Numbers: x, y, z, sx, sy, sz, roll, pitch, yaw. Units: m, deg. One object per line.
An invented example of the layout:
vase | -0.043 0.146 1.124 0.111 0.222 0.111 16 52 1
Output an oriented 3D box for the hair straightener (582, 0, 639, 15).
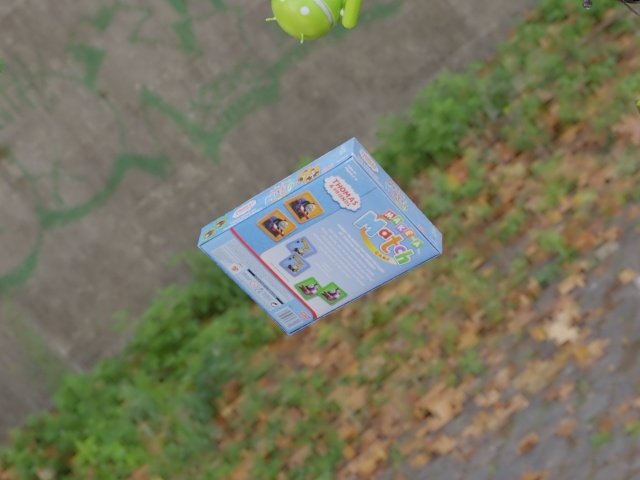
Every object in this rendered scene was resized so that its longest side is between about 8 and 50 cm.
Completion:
hair straightener | 0.367 -0.345 1.973 0.047 0.230 0.089 -116 42 -62

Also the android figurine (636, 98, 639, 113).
android figurine | 0.524 -0.198 1.812 0.273 0.248 0.056 -39 12 28

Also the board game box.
board game box | 0.000 0.000 1.624 0.211 0.160 0.039 -29 31 27

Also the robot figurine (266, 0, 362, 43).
robot figurine | 0.000 -0.240 1.443 0.115 0.101 0.067 -51 -21 -16

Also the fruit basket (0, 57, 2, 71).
fruit basket | -0.569 -0.173 1.694 0.392 0.283 0.392 -1 37 0
